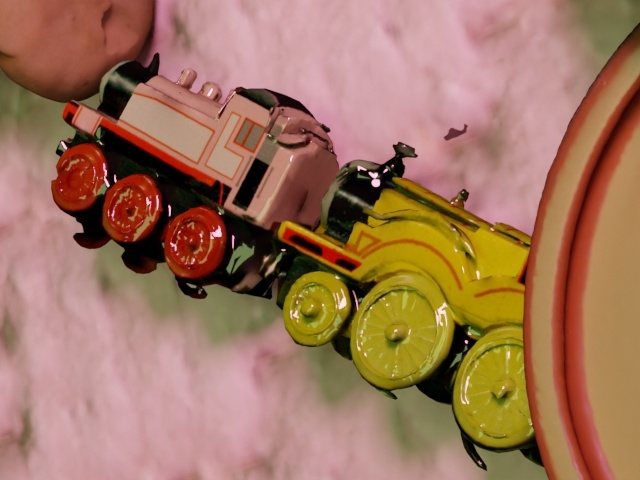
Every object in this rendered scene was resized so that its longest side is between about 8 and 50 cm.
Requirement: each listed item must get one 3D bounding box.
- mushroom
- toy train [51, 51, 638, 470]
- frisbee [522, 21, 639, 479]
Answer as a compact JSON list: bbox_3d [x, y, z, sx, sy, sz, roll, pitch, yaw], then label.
[{"bbox_3d":[-0.181,-0.107,0.752,0.247,0.096,0.108,0,53,33],"label":"mushroom"},{"bbox_3d":[0.000,0.000,0.636,0.249,0.053,0.085,26,94,35],"label":"toy train"},{"bbox_3d":[0.175,0.022,0.494,0.250,0.021,0.251,-2,84,24],"label":"frisbee"}]
